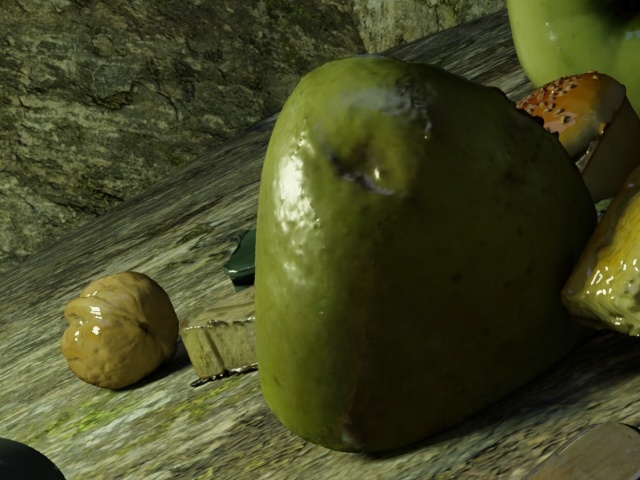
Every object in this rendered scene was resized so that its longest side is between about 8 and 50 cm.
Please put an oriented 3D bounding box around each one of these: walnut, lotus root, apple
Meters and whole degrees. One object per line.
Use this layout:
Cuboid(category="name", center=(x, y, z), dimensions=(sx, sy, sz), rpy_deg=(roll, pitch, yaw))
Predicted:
Cuboid(category="walnut", center=(-0.252, 0.114, 1.868), dimensions=(0.166, 0.149, 0.167), rpy_deg=(-45, 26, 29))
Cuboid(category="lotus root", center=(-0.042, 0.087, 1.705), dimensions=(0.260, 0.074, 0.170), rpy_deg=(-18, 11, 27))
Cuboid(category="apple", center=(0.415, -0.317, 1.885), dimensions=(0.357, 0.357, 0.357), rpy_deg=(-24, 12, 5))

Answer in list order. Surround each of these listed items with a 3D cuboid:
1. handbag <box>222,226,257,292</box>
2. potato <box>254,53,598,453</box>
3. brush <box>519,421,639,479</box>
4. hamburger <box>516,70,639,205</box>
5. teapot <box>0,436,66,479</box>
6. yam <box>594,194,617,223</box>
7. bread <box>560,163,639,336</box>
Cuboid(category="handbag", center=(-0.001, -0.002, 1.989), dimensions=(0.247, 0.079, 0.260), rpy_deg=(-24, 11, 8))
Cuboid(category="potato", center=(0.051, 0.007, 1.254), dimensions=(0.330, 0.280, 0.213), rpy_deg=(-3, 31, 26))
Cuboid(category="brush", center=(0.077, 0.231, 0.878), dimensions=(0.327, 0.065, 0.070), rpy_deg=(-36, 33, -9))
Cuboid(category="hamburger", center=(0.242, -0.081, 1.552), dimensions=(0.237, 0.147, 0.237), rpy_deg=(-48, 14, 16))
Cuboid(category="teapot", center=(-0.202, 0.249, 0.875), dimensions=(0.183, 0.251, 0.183), rpy_deg=(-23, 12, 5))
Cuboid(category="yam", center=(0.271, 0.006, 1.408), dimensions=(0.069, 0.070, 0.146), rpy_deg=(-19, 12, 29))
Cuboid(category="bread", center=(0.320, -0.011, 1.177), dimensions=(0.262, 0.163, 0.204), rpy_deg=(-13, -2, -11))
